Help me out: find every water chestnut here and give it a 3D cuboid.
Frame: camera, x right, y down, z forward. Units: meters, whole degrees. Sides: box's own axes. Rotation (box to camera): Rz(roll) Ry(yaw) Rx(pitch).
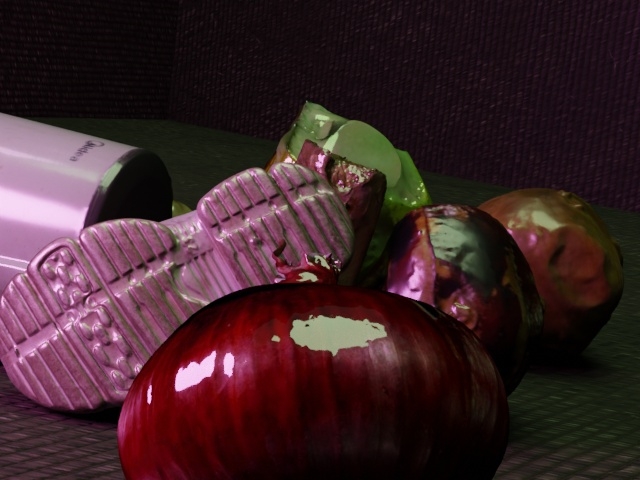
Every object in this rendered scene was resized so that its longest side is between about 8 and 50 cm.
[{"bbox_3d":[0.108,0.077,1.264,0.238,0.223,0.223,13,9,-3],"label":"water chestnut"}]

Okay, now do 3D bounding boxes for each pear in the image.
[{"bbox_3d":[0.025,-0.014,1.766,0.282,0.286,0.176,28,32,-11],"label":"pear"}]

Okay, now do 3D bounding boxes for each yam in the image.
[{"bbox_3d":[-0.002,0.000,1.591,0.129,0.238,0.128,24,11,37],"label":"yam"}]

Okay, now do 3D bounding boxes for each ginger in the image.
[{"bbox_3d":[0.240,0.038,1.578,0.269,0.223,0.200,9,13,-2],"label":"ginger"}]

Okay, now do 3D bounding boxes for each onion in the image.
[{"bbox_3d":[-0.006,0.098,0.897,0.273,0.285,0.273,-3,-25,-1],"label":"onion"}]

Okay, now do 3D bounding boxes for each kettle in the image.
[{"bbox_3d":[-0.397,-0.006,1.414,0.377,0.250,0.361,12,31,14],"label":"kettle"}]

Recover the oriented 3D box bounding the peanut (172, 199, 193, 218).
[{"bbox_3d":[-0.202,0.017,1.600,0.141,0.159,0.109,-9,49,20],"label":"peanut"}]

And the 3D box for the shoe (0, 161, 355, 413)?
[{"bbox_3d":[-0.136,0.065,1.246,0.351,0.172,0.198,-21,-11,-9],"label":"shoe"}]
